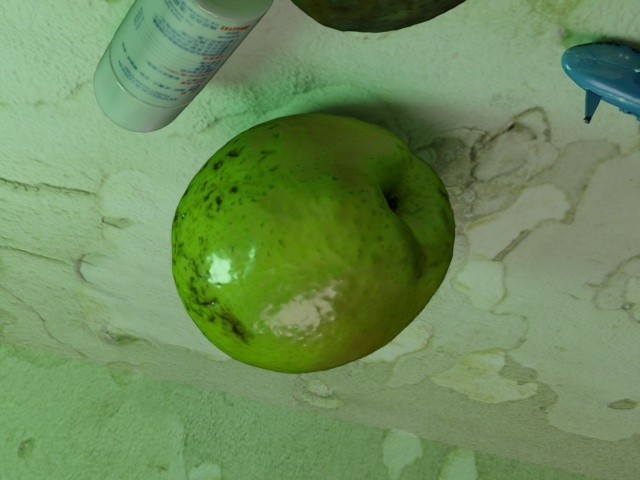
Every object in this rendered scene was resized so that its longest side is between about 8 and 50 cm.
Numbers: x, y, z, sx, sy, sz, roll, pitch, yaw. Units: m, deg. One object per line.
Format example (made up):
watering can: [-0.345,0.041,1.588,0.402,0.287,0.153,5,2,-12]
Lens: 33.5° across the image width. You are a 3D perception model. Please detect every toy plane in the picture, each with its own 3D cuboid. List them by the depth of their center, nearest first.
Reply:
toy plane: [0.411,-0.167,1.249,0.271,0.105,0.254,10,168,-5]

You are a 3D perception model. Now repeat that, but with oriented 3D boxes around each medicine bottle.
medicine bottle: [-0.181,-0.241,1.299,0.130,0.130,0.341,22,151,-20]

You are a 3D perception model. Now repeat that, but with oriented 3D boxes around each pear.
pear: [0.000,0.000,1.463,0.390,0.391,0.391,9,153,5]

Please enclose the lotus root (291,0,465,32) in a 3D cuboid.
lotus root: [0.080,-0.319,0.945,0.250,0.251,0.346,22,156,-21]
